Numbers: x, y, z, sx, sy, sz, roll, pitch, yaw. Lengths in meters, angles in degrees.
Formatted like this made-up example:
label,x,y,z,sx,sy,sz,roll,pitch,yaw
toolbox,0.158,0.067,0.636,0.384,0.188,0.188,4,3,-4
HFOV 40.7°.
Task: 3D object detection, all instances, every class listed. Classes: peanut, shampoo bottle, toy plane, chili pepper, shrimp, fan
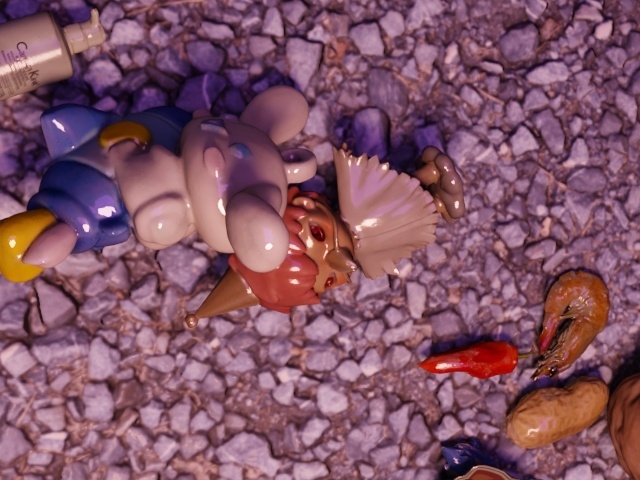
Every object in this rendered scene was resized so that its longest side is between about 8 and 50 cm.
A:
label,x,y,z,sx,sy,sz,roll,pitch,yaw
peanut,0.348,0.245,1.255,0.174,0.080,0.080,-19,98,-17
shampoo bottle,-0.383,-0.209,1.020,0.262,0.085,0.085,-22,98,-14
toy plane,0.245,0.329,1.246,0.167,0.054,0.062,27,60,-15
chili pepper,0.225,0.171,1.224,0.191,0.059,0.050,-4,102,-18
shrimp,0.359,0.128,1.267,0.101,0.042,0.190,36,76,-5
fan,0.252,0.382,1.238,0.220,0.009,0.132,29,118,-30

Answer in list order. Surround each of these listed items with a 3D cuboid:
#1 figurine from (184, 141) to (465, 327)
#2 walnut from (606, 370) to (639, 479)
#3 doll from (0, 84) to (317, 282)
label,x,y,z,sx,sy,sz,roll,pitch,yaw
figurine,0.000,0.000,1.093,0.387,0.166,0.207,-25,128,-15
walnut,0.558,0.274,1.236,0.273,0.227,0.273,-2,96,-20
doll,-0.187,-0.076,0.992,0.366,0.376,0.187,-7,101,4
